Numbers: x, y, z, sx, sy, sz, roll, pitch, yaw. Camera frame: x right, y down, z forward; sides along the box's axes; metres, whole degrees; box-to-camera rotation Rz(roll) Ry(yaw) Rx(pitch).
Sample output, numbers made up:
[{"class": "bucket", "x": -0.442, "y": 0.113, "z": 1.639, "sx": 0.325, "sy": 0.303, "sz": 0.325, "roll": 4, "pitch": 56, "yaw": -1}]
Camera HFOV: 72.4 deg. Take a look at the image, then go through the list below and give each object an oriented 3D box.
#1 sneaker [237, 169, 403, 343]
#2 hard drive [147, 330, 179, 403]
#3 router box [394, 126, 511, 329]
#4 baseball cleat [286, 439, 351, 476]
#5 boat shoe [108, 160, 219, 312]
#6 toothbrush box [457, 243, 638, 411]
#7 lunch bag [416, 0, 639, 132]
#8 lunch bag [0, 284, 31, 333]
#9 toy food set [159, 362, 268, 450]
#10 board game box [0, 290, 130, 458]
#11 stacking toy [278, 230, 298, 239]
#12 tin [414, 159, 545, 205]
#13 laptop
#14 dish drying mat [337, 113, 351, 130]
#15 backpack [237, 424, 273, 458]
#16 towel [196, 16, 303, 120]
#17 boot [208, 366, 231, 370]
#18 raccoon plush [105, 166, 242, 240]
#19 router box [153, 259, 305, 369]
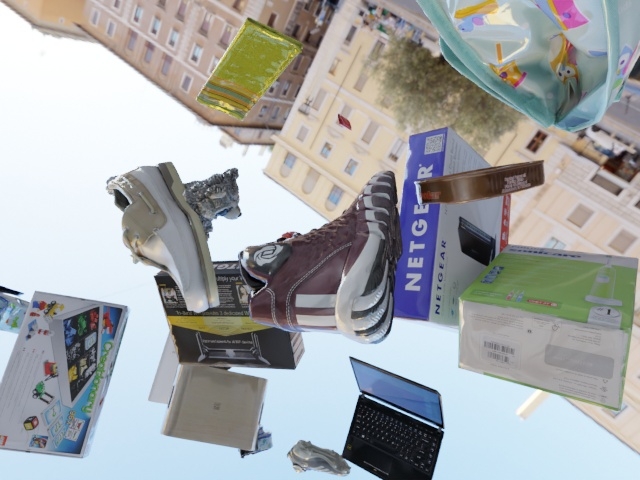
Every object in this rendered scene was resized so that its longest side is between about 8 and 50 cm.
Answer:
[{"class": "sneaker", "x": 0.000, "y": 0.000, "z": 0.468, "sx": 0.162, "sy": 0.107, "sz": 0.281, "roll": -4, "pitch": -158, "yaw": 15}, {"class": "hard drive", "x": -0.480, "y": 0.458, "z": 1.583, "sx": 0.202, "sy": 0.308, "sz": 0.040, "roll": 17, "pitch": -167, "yaw": -19}, {"class": "router box", "x": 0.262, "y": 0.006, "z": 0.834, "sx": 0.082, "sy": 0.336, "sz": 0.301, "roll": -2, "pitch": 164, "yaw": 43}, {"class": "baseball cleat", "x": -0.009, "y": 0.693, "z": 1.368, "sx": 0.205, "sy": 0.109, "sz": 0.072, "roll": 33, "pitch": -160, "yaw": -10}, {"class": "boat shoe", "x": -0.228, "y": -0.005, "z": 0.628, "sx": 0.103, "sy": 0.113, "sz": 0.302, "roll": -15, "pitch": -137, "yaw": -24}, {"class": "toothbrush box", "x": 0.360, "y": 0.108, "z": 0.680, "sx": 0.206, "sy": 0.122, "sz": 0.283, "roll": 7, "pitch": -159, "yaw": 35}, {"class": "lunch bag", "x": 0.166, "y": -0.236, "z": 0.290, "sx": 0.262, "sy": 0.224, "sz": 0.160, "roll": 38, "pitch": 169, "yaw": -32}, {"class": "lunch bag", "x": -0.822, "y": 0.167, "z": 1.122, "sx": 0.151, "sy": 0.096, "sz": 0.129, "roll": 22, "pitch": 164, "yaw": 16}, {"class": "toy food set", "x": -0.333, "y": 0.529, "z": 1.404, "sx": 0.305, "sy": 0.092, "sz": 0.220, "roll": 14, "pitch": -112, "yaw": -10}, {"class": "board game box", "x": -0.537, "y": 0.271, "z": 0.905, "sx": 0.192, "sy": 0.053, "sz": 0.306, "roll": 12, "pitch": -111, "yaw": -8}, {"class": "stacking toy", "x": -0.121, "y": 0.049, "z": 1.354, "sx": 0.279, "sy": 0.131, "sz": 0.309, "roll": -16, "pitch": -176, "yaw": -25}, {"class": "tin", "x": 0.207, "y": -0.075, "z": 0.567, "sx": 0.189, "sy": 0.040, "sz": 0.106, "roll": -14, "pitch": -168, "yaw": -29}, {"class": "laptop", "x": 0.156, "y": 0.440, "z": 1.028, "sx": 0.234, "sy": 0.265, "sz": 0.136, "roll": 13, "pitch": 172, "yaw": 34}, {"class": "dish drying mat", "x": 0.068, "y": -0.328, "z": 1.213, "sx": 0.083, "sy": 0.008, "sz": 0.032, "roll": -3, "pitch": -103, "yaw": -65}, {"class": "backpack", "x": -0.217, "y": 0.661, "z": 1.458, "sx": 0.114, "sy": 0.084, "sz": 0.105, "roll": -3, "pitch": 171, "yaw": -17}, {"class": "towel", "x": -0.132, "y": -0.287, "z": 0.766, "sx": 0.102, "sy": 0.237, "sz": 0.021, "roll": 11, "pitch": -110, "yaw": -31}, {"class": "boot", "x": -0.278, "y": 0.396, "z": 1.626, "sx": 0.269, "sy": 0.236, "sz": 0.089, "roll": 8, "pitch": -120, "yaw": -78}, {"class": "raccoon plush", "x": -0.481, "y": -0.160, "z": 1.458, "sx": 0.446, "sy": 0.299, "sz": 0.216, "roll": 18, "pitch": -134, "yaw": -21}, {"class": "router box", "x": -0.207, "y": 0.170, "z": 1.011, "sx": 0.308, "sy": 0.243, "sz": 0.081, "roll": -2, "pitch": -160, "yaw": 17}]
